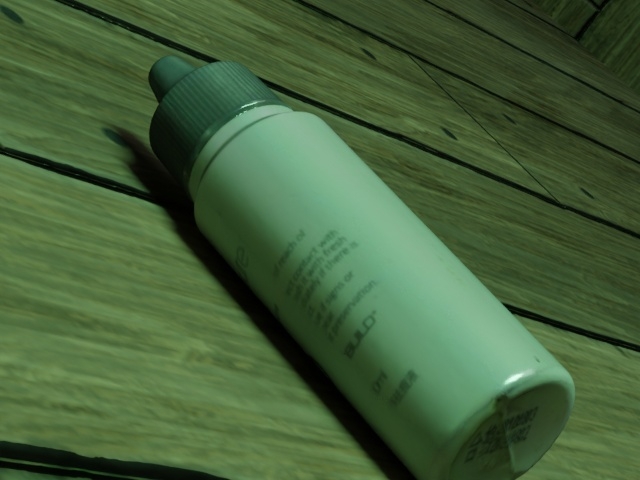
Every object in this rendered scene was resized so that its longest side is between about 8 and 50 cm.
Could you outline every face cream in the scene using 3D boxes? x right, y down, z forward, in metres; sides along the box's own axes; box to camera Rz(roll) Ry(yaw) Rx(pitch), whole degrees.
[{"bbox_3d":[0.000,0.000,1.016,0.311,0.092,0.092,47,18,31],"label":"face cream"}]
